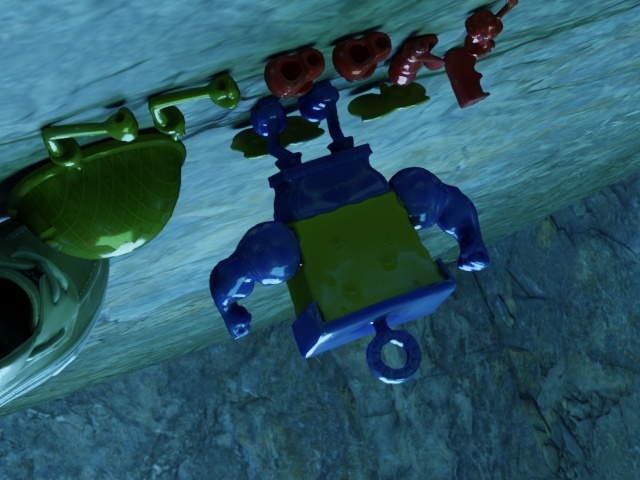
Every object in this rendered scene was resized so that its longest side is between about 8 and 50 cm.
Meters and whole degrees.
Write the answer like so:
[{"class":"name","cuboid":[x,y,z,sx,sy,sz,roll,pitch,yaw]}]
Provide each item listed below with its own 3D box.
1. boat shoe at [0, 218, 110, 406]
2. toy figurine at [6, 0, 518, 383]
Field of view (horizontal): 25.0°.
[{"class":"boat shoe","cuboid":[-0.212,0.054,0.966,0.094,0.109,0.302,-42,-172,33]},{"class":"toy figurine","cuboid":[0.000,0.000,0.968,0.362,0.217,0.191,-19,174,-22]}]
